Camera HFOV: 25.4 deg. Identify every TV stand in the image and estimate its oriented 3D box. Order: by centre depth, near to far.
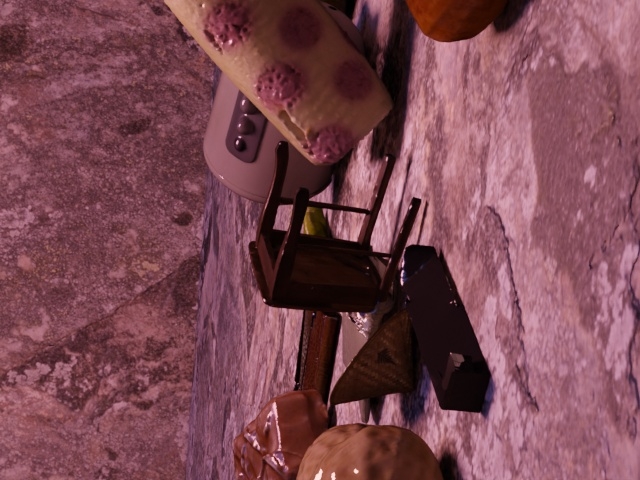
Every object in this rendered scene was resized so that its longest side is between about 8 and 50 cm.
[{"bbox_3d":[0.125,0.086,1.486,0.256,0.040,0.049,-104,23,-60],"label":"TV stand"}]

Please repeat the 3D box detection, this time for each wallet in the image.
[{"bbox_3d":[-0.015,0.203,2.144,0.133,0.039,0.243,-124,38,-66],"label":"wallet"}]

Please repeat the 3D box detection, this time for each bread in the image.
[{"bbox_3d":[-0.058,-0.259,1.865,0.155,0.338,0.187,-44,9,1],"label":"bread"}]

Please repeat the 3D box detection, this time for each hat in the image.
[{"bbox_3d":[0.082,0.154,1.638,0.146,0.067,0.146,-47,-15,-17],"label":"hat"}]

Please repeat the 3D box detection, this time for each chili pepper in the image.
[{"bbox_3d":[0.000,0.000,2.168,0.052,0.050,0.201,61,-179,-23],"label":"chili pepper"}]

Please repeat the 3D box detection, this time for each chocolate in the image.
[{"bbox_3d":[-0.058,0.317,2.074,0.214,0.093,0.148,122,138,-53],"label":"chocolate"}]

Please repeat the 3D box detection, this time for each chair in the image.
[{"bbox_3d":[0.005,0.056,1.764,0.160,0.186,0.319,-113,33,-58],"label":"chair"}]

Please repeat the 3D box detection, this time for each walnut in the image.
[{"bbox_3d":[0.140,-0.268,1.424,0.207,0.116,0.115,116,157,-63],"label":"walnut"}]

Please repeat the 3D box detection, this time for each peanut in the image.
[{"bbox_3d":[0.058,0.267,1.504,0.159,0.143,0.291,-49,9,3],"label":"peanut"}]

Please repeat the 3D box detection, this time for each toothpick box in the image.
[{"bbox_3d":[-0.056,-0.220,2.103,0.316,0.229,0.229,109,163,-47],"label":"toothpick box"}]

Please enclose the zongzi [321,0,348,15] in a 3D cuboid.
[{"bbox_3d":[-0.006,-0.385,2.174,0.300,0.139,0.286,-153,67,-76],"label":"zongzi"}]
